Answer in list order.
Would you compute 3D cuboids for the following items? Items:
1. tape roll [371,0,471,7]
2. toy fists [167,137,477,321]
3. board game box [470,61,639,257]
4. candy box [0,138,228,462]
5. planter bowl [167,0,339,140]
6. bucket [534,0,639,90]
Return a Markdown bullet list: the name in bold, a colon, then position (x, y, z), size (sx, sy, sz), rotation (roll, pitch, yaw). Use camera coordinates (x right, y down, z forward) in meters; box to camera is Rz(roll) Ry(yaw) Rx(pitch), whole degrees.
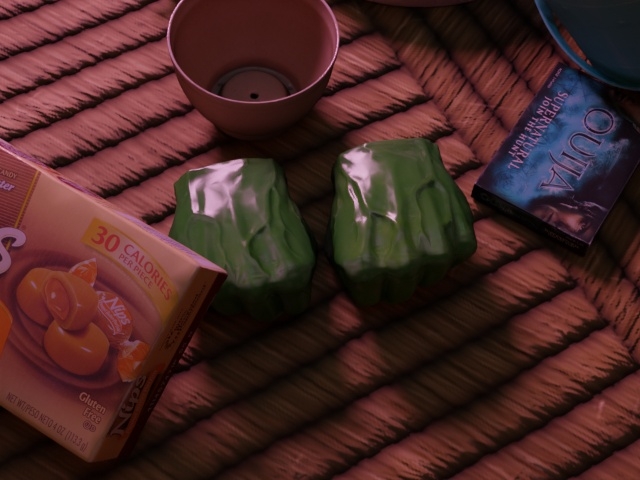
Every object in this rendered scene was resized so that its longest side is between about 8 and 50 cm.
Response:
- **tape roll**: position (0.105, -0.437, 1.310), size (0.392, 0.072, 0.392), rotation (1, 64, -3)
- **toy fists**: position (0.000, 0.000, 1.054), size (0.279, 0.096, 0.142), rotation (-7, 53, -5)
- **board game box**: position (0.248, -0.084, 1.153), size (0.126, 0.026, 0.186), rotation (29, 62, 14)
- **candy box**: position (-0.260, 0.027, 0.986), size (0.316, 0.087, 0.183), rotation (30, 90, 14)
- **planter bowl**: position (-0.066, -0.165, 1.136), size (0.162, 0.109, 0.162), rotation (2, 59, -3)
- **bucket**: position (0.332, -0.290, 1.129), size (0.281, 0.183, 0.281), rotation (-24, 41, 23)
